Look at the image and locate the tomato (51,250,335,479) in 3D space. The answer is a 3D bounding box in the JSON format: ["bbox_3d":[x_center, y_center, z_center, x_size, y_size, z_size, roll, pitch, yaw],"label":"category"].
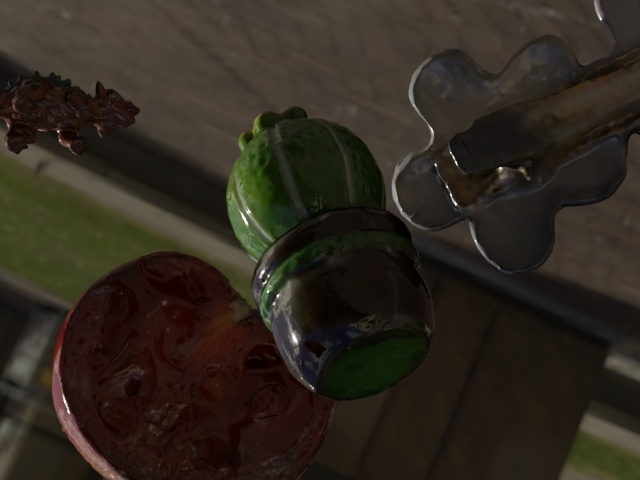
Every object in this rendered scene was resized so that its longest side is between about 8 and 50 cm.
[{"bbox_3d":[-0.113,0.134,1.395,0.233,0.200,0.139,37,155,5],"label":"tomato"}]

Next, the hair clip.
[{"bbox_3d":[0.159,-0.081,0.973,0.075,0.257,0.146,67,178,-72],"label":"hair clip"}]

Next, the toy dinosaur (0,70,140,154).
[{"bbox_3d":[-0.199,-0.092,1.147,0.154,0.049,0.055,4,-141,-20],"label":"toy dinosaur"}]

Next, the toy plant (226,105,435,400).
[{"bbox_3d":[0.000,0.000,0.888,0.093,0.093,0.162,38,-155,-57],"label":"toy plant"}]
